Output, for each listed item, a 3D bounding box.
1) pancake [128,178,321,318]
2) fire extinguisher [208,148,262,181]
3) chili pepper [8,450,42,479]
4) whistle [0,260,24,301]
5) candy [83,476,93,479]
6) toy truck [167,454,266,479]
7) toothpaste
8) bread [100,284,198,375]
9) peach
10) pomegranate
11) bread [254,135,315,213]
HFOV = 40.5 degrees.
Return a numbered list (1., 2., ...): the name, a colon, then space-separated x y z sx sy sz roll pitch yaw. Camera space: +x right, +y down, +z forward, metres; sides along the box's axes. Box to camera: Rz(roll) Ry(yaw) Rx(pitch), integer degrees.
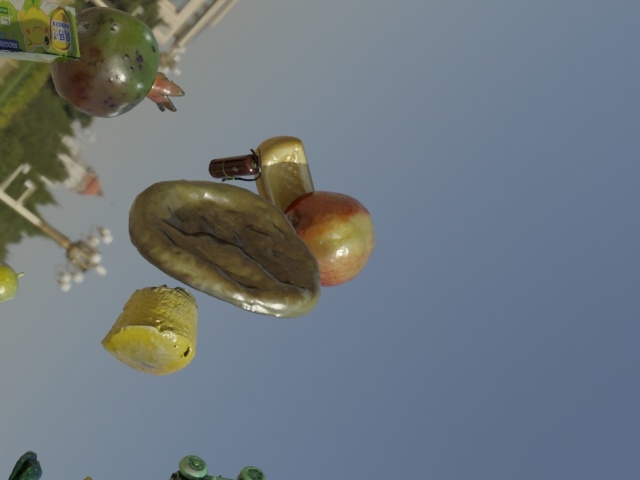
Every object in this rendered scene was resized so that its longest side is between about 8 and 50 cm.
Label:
1. pancake: -0.129 0.001 1.219 0.294 0.295 0.049 -87 -157 -58
2. fire extinguisher: -0.140 -0.126 1.481 0.132 0.056 0.039 -1 -158 47
3. chili pepper: -0.680 0.544 1.984 0.122 0.065 0.279 -59 -172 -14
4. whistle: -0.858 0.114 2.180 0.223 0.122 0.123 -20 -168 -21
5. candy: -0.362 0.548 1.546 0.088 0.276 0.146 -40 -128 -21
6. toy truck: -0.230 0.603 1.968 0.155 0.279 0.156 -62 -153 22
7. toothpaste: -0.575 -0.406 1.664 0.077 0.110 0.327 -4 -172 14
8. bread: -0.350 0.190 1.820 0.197 0.197 0.170 -33 -144 36
9. peach: 0.000 0.000 2.030 0.257 0.232 0.232 -17 179 -37
10. pomegranate: -0.501 -0.446 2.164 0.291 0.324 0.290 13 -75 62
11. bread: -0.095 -0.154 2.142 0.147 0.217 0.098 -22 -148 -21
